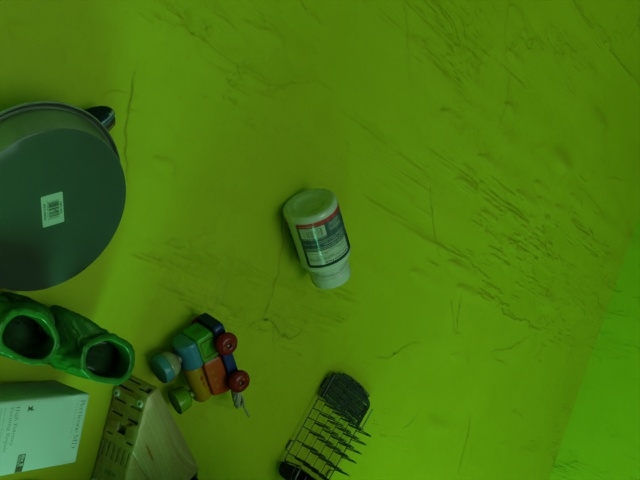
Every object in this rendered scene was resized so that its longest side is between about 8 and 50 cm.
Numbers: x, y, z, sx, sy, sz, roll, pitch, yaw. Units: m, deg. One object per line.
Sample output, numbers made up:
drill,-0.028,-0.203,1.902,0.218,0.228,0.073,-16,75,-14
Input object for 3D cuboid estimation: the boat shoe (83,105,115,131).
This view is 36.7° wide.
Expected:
boat shoe,-0.375,-0.130,1.440,0.183,0.066,0.066,-42,136,-20

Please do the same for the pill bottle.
pill bottle,0.000,0.000,1.876,0.108,0.108,0.180,-42,131,-33

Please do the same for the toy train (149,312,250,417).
toy train,-0.209,0.266,1.736,0.143,0.105,0.248,-31,125,-27

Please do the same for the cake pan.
cake pan,-0.398,-0.052,1.372,0.293,0.054,0.293,-27,133,-33

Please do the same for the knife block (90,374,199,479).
knife block,-0.274,0.382,1.702,0.242,0.088,0.276,13,92,-51

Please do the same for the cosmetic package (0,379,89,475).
cosmetic package,-0.455,0.277,1.426,0.231,0.085,0.117,7,96,-60

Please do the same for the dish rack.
dish rack,0.029,0.430,2.080,0.272,0.074,0.208,-60,139,-17

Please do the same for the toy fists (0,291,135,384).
toy fists,-0.408,0.139,1.426,0.279,0.142,0.096,27,75,-50
